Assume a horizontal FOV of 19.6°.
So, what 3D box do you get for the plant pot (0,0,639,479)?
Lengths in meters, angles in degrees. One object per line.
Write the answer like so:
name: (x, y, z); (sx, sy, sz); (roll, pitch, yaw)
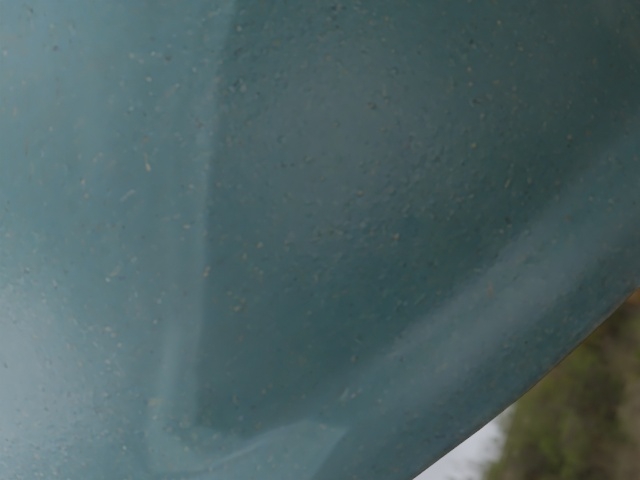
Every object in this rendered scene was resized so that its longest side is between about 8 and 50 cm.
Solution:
plant pot: (-0.041, -0.054, 0.559); (0.293, 0.196, 0.293); (-37, 13, 10)
